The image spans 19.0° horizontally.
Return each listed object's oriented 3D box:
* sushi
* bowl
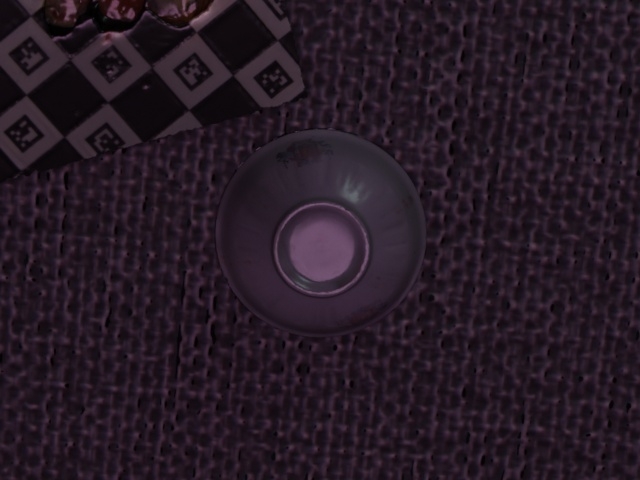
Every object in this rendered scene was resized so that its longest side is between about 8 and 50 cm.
[{"bbox_3d":[-0.179,-0.207,1.633,0.290,0.050,0.264,-14,113,-1],"label":"sushi"},{"bbox_3d":[0.000,0.000,1.650,0.189,0.086,0.189,0,98,-1],"label":"bowl"}]
